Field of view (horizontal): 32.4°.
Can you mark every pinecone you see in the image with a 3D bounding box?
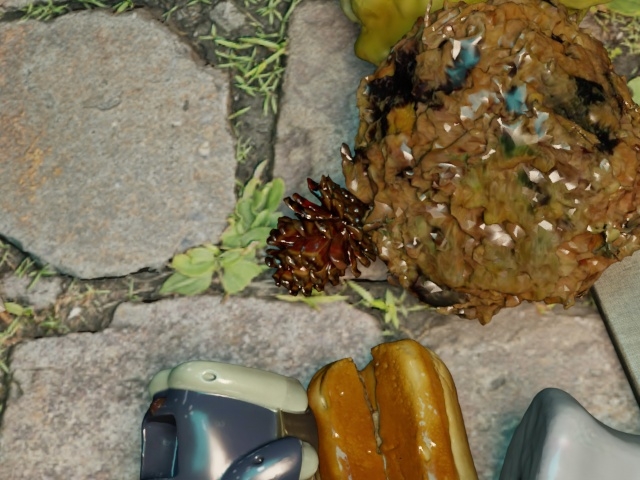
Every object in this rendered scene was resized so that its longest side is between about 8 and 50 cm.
[{"bbox_3d":[0.003,0.002,0.986,0.102,0.102,0.109,40,110,25],"label":"pinecone"}]

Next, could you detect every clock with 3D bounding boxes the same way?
[{"bbox_3d":[-0.095,0.226,0.868,0.199,0.146,0.243,-17,58,51],"label":"clock"}]

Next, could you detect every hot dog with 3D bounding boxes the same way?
[{"bbox_3d":[0.073,0.243,0.855,0.135,0.100,0.337,-19,62,13],"label":"hot dog"}]

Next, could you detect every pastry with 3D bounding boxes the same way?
[{"bbox_3d":[0.138,-0.062,0.884,0.275,0.193,0.275,2,103,9],"label":"pastry"}]

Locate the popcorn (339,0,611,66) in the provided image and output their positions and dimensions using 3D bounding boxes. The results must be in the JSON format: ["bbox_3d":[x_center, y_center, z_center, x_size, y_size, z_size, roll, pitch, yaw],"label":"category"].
[{"bbox_3d":[0.141,-0.337,0.994,0.293,0.292,0.334,-5,83,-31],"label":"popcorn"}]

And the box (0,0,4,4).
[{"bbox_3d":[-0.422,-0.344,1.246,0.135,0.081,0.199,-45,66,-9],"label":"box"}]

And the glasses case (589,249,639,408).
[{"bbox_3d":[0.285,0.106,0.896,0.071,0.047,0.205,-20,63,5],"label":"glasses case"}]

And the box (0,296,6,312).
[{"bbox_3d":[-0.454,0.001,1.077,0.194,0.111,0.260,-30,65,-1],"label":"box"}]

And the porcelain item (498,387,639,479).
[{"bbox_3d":[0.315,0.244,0.719,0.405,0.178,0.242,17,70,4],"label":"porcelain item"}]
